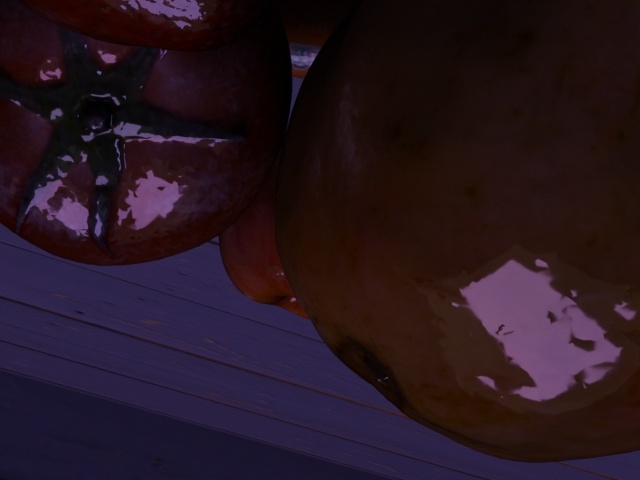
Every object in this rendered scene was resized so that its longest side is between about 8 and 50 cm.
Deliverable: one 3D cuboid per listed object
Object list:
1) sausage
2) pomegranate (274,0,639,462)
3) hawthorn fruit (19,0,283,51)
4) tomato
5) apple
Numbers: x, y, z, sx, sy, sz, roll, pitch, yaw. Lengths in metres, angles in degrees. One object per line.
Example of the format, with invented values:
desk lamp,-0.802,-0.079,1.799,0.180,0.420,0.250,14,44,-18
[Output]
sausage,-0.001,-0.163,1.411,0.234,0.071,0.071,8,163,7
pomegranate,0.171,-0.040,1.230,0.411,0.411,0.411,9,163,3
hawthorn fruit,-0.120,-0.225,1.072,0.249,0.215,0.215,13,163,1
tomato,-0.150,-0.115,1.289,0.265,0.265,0.265,9,163,3
apple,0.000,0.000,1.768,0.209,0.164,0.209,12,163,4
